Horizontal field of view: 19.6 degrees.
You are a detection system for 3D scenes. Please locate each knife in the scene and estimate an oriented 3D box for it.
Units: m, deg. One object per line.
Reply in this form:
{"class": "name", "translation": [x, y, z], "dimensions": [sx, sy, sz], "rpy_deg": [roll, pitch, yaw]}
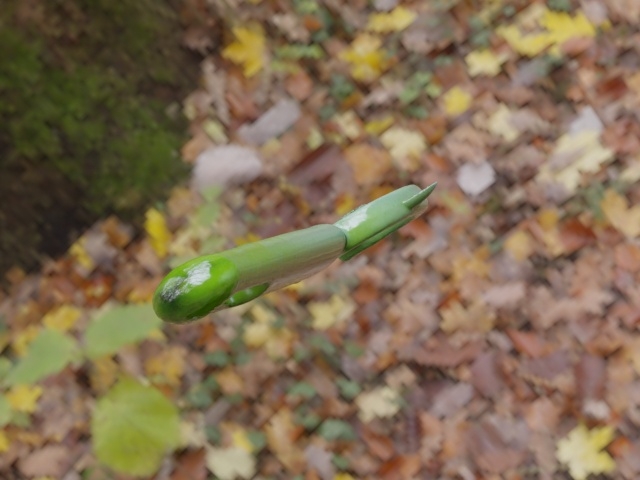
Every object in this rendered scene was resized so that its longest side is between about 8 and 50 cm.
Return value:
{"class": "knife", "translation": [0.000, 0.001, 0.547], "dimensions": [0.054, 0.015, 0.212], "rpy_deg": [-29, -3, 16]}
